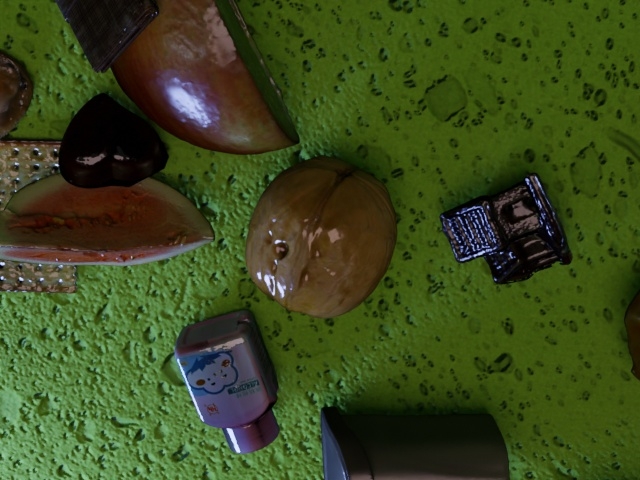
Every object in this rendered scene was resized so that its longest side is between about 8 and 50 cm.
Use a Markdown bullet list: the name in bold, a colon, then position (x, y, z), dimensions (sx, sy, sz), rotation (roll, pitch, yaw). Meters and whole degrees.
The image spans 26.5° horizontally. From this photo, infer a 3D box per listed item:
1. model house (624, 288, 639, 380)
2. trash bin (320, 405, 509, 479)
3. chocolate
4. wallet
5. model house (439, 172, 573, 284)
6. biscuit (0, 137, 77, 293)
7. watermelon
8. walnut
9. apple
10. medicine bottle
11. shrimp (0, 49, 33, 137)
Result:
- **model house**: position (0.550, 0.118, 1.873), dimensions (0.268, 0.173, 0.239), rotation (-43, 93, -14)
- **trash bin**: position (0.134, 0.351, 1.950), dimensions (0.250, 0.219, 0.220), rotation (-4, 106, -3)
- **chocolate**: position (-0.274, -0.136, 1.808), dimensions (0.148, 0.080, 0.125), rotation (-2, 85, -11)
- **wallet**: position (-0.283, -0.329, 1.689), dimensions (0.124, 0.042, 0.230), rotation (-44, 63, 28)
- **model house**: position (0.251, -0.006, 1.845), dimensions (0.152, 0.106, 0.165), rotation (-23, 106, 10)
- **biscuit**: position (-0.412, -0.034, 1.914), dimensions (0.139, 0.016, 0.232), rotation (2, 113, 1)
- **watermelon**: position (-0.304, -0.036, 1.851), dimensions (0.303, 0.159, 0.128), rotation (-1, 83, -12)
- **walnut**: position (0.000, 0.000, 1.819), dimensions (0.195, 0.195, 0.222), rotation (23, 114, -7)
- **apple**: position (-0.160, -0.245, 1.755), dimensions (0.179, 0.254, 0.346), rotation (-35, 112, -27)
- **medicine bottle**: position (-0.124, 0.207, 1.959), dimensions (0.119, 0.094, 0.188), rotation (-16, 111, 9)
- **shrimp**: position (-0.506, -0.158, 1.843), dimensions (0.262, 0.066, 0.117), rotation (-34, 93, 1)
